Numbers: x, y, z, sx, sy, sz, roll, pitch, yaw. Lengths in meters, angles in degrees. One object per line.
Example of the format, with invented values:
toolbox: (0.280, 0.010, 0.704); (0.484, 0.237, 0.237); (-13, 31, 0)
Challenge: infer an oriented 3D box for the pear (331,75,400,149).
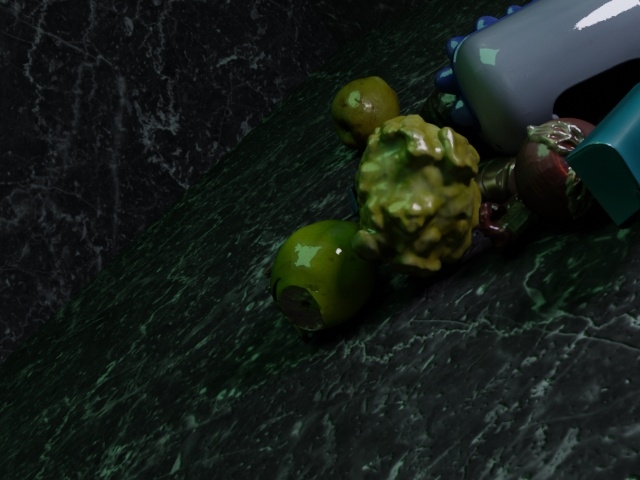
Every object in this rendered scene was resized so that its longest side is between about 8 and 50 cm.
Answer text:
pear: (0.123, -0.352, 2.053); (0.200, 0.200, 0.200); (-32, 19, 13)

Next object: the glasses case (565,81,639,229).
glasses case: (0.436, -0.134, 0.987); (0.301, 0.117, 0.070); (-39, 0, -44)

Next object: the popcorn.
popcorn: (0.154, -0.069, 1.226); (0.235, 0.242, 0.250); (20, 94, 39)

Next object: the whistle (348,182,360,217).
whistle: (0.105, -0.089, 1.418); (0.158, 0.090, 0.090); (-45, 7, 46)

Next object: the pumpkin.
pumpkin: (0.294, -0.256, 1.511); (0.224, 0.157, 0.223); (-33, -13, -9)

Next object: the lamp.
lamp: (0.350, -0.082, 1.102); (0.215, 0.151, 0.223); (-38, -25, -22)

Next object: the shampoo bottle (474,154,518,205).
shampoo bottle: (0.245, -0.097, 1.387); (0.125, 0.084, 0.350); (-43, 20, -25)

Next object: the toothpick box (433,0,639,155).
toothpick box: (0.382, -0.303, 1.292); (0.355, 0.263, 0.263); (-27, 19, 2)

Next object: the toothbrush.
toothbrush: (-0.001, -0.002, 1.669); (0.321, 0.031, 0.023); (-30, -8, 18)

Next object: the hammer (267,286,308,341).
hammer: (-0.059, 0.142, 1.403); (0.013, 0.062, 0.199); (-35, 24, -6)

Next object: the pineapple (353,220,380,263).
pineapple: (0.090, 0.025, 1.420); (0.077, 0.114, 0.114); (106, -177, -57)

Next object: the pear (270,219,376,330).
pear: (0.014, 0.048, 1.303); (0.188, 0.187, 0.219); (-14, 28, 49)
